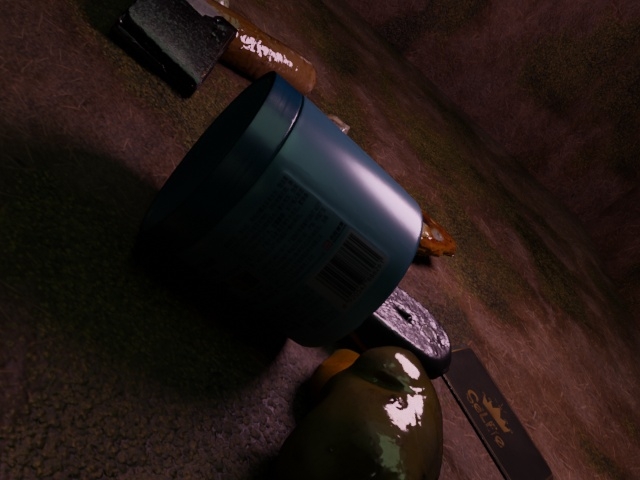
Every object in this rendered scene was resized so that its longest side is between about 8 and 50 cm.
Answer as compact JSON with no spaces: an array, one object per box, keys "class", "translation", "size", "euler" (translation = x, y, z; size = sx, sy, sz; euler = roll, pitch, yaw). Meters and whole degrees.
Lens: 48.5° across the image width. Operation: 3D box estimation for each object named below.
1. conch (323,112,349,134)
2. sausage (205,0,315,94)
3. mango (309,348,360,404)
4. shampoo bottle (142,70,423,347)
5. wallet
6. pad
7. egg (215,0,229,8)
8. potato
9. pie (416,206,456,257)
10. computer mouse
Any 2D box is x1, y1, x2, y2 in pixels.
[{"class":"conch","translation":[-0.059,-0.203,1.601],"size":[0.292,0.158,0.210],"euler":[12,35,12]},{"class":"sausage","translation":[-0.197,-0.500,1.814],"size":[0.501,0.123,0.136],"euler":[22,32,-41]},{"class":"mango","translation":[0.042,0.250,1.212],"size":[0.115,0.089,0.165],"euler":[43,22,10]},{"class":"shampoo bottle","translation":[-0.057,-0.042,1.177],"size":[0.343,0.331,0.331],"euler":[40,28,-19]},{"class":"wallet","translation":[-0.314,-0.467,1.578],"size":[0.221,0.071,0.262],"euler":[38,48,-17]},{"class":"pad","translation":[0.398,0.385,1.591],"size":[0.315,0.063,0.375],"euler":[2,51,-56]},{"class":"egg","translation":[-0.293,-0.647,1.909],"size":[0.085,0.085,0.110],"euler":[-3,56,-58]},{"class":"potato","translation":[0.075,0.296,1.028],"size":[0.218,0.202,0.351],"euler":[35,43,4]},{"class":"pie","translation":[0.222,-0.057,1.893],"size":[0.308,0.085,0.308],"euler":[34,27,-20]},{"class":"computer mouse","translation":[0.122,0.165,1.409],"size":[0.323,0.116,0.183],"euler":[39,26,-9]}]
